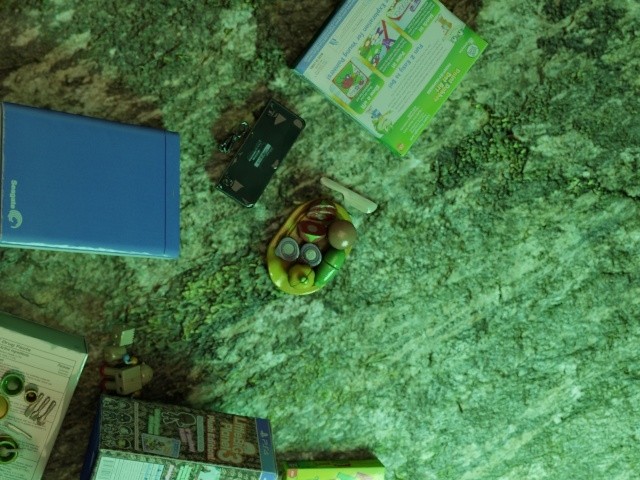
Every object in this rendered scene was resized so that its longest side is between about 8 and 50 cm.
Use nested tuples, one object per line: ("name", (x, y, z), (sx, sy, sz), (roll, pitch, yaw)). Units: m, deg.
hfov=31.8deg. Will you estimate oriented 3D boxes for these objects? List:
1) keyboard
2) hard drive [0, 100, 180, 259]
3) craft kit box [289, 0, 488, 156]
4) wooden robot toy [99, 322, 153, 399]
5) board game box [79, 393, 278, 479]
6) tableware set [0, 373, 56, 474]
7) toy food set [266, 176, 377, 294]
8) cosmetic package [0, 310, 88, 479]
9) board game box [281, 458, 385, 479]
("keyboard", (-0.114, -0.154, 1.901), (0.108, 0.023, 0.180), (33, 90, -23))
("hard drive", (-0.357, -0.086, 1.741), (0.318, 0.040, 0.210), (6, 80, -43))
("craft kit box", (0.118, -0.315, 1.913), (0.246, 0.061, 0.250), (38, 89, -14))
("wooden robot toy", (-0.321, 0.220, 1.902), (0.079, 0.076, 0.173), (-13, 105, -47))
("board game box", (-0.244, 0.404, 1.860), (0.291, 0.141, 0.232), (12, 119, -15))
("tableware set", (-0.497, 0.289, 1.764), (0.104, 0.024, 0.154), (38, 90, -16))
("toy food set", (0.000, 0.000, 1.927), (0.128, 0.071, 0.218), (35, 90, -16))
("cosmetic package", (-0.506, 0.289, 1.832), (0.160, 0.113, 0.309), (21, 93, -16))
("board game box", (0.021, 0.445, 2.020), (0.181, 0.043, 0.092), (2, 98, -14))
